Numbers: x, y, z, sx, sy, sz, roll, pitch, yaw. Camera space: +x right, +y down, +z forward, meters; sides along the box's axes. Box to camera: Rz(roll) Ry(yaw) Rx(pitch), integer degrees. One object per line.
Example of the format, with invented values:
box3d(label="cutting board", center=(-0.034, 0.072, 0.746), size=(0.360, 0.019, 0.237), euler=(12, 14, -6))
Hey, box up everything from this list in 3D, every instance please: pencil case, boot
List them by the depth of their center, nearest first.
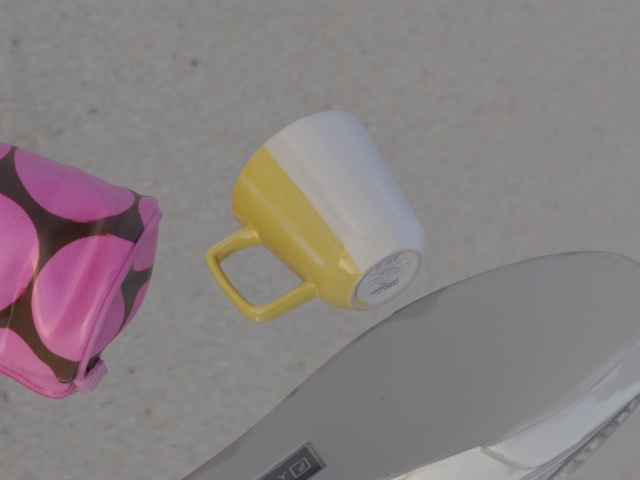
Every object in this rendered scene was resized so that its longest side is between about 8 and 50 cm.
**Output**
box3d(label="boot", center=(0.028, 0.115, 0.644), size=(0.258, 0.095, 0.123), euler=(-32, 124, 2))
box3d(label="pencil case", center=(-0.171, -0.002, 0.701), size=(0.209, 0.095, 0.098), euler=(16, 66, -8))

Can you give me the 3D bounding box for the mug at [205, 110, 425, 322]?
box3d(label="mug", center=(0.003, -0.001, 0.688), size=(0.062, 0.078, 0.064), euler=(13, 33, -55))
